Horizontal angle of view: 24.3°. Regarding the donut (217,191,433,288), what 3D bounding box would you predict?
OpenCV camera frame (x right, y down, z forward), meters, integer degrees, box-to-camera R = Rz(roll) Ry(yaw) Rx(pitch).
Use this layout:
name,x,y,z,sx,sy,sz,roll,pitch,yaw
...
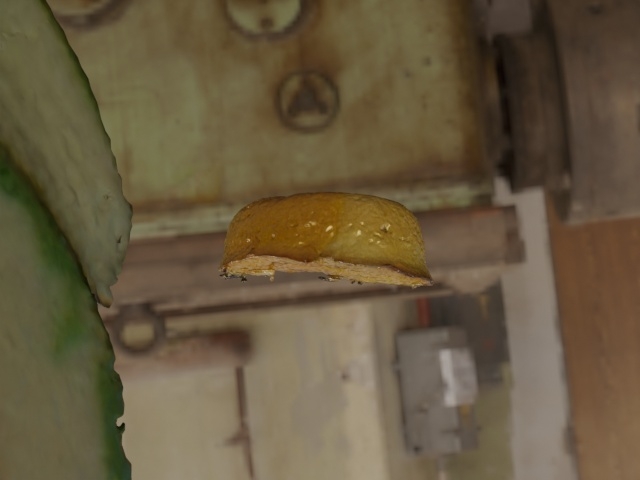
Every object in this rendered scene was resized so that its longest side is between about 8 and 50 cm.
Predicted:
name,x,y,z,sx,sy,sz,roll,pitch,yaw
donut,0.000,0.000,0.644,0.083,0.038,0.067,-7,166,42

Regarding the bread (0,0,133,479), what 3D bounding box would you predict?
name,x,y,z,sx,sy,sz,roll,pitch,yaw
bread,-0.192,0.023,0.439,0.129,0.366,0.382,-20,-169,27
